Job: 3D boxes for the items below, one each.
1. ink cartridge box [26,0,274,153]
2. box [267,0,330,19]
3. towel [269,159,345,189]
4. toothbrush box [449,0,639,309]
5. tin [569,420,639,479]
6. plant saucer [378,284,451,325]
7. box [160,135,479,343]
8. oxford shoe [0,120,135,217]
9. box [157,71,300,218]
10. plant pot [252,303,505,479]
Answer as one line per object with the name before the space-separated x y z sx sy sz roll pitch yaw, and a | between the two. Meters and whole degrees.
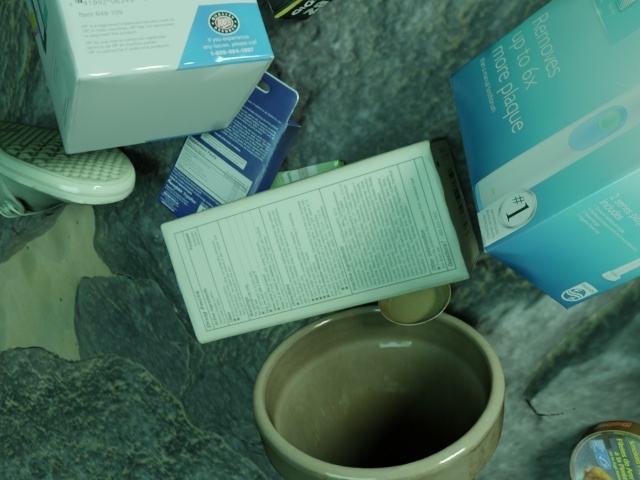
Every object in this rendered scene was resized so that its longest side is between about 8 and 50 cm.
ink cartridge box | -0.203 -0.265 0.765 0.197 0.198 0.270 -33 72 64
box | -0.002 -0.436 0.727 0.257 0.079 0.322 -23 90 33
towel | -0.024 -0.035 0.889 0.152 0.023 0.113 -9 100 31
toothbrush box | 0.266 -0.114 0.556 0.295 0.126 0.216 -32 43 34
tin | 0.332 0.279 0.741 0.106 0.040 0.190 -17 94 38
plant saucer | 0.108 0.067 0.805 0.083 0.083 0.015 8 140 30
box | 0.000 0.000 0.776 0.311 0.121 0.148 -14 96 20
oxford shoe | -0.426 -0.093 1.039 0.449 0.169 0.130 14 108 36
box | -0.112 -0.111 0.891 0.136 0.036 0.225 38 112 25
plant pot | 0.076 0.235 0.787 0.263 0.263 0.229 8 125 30
